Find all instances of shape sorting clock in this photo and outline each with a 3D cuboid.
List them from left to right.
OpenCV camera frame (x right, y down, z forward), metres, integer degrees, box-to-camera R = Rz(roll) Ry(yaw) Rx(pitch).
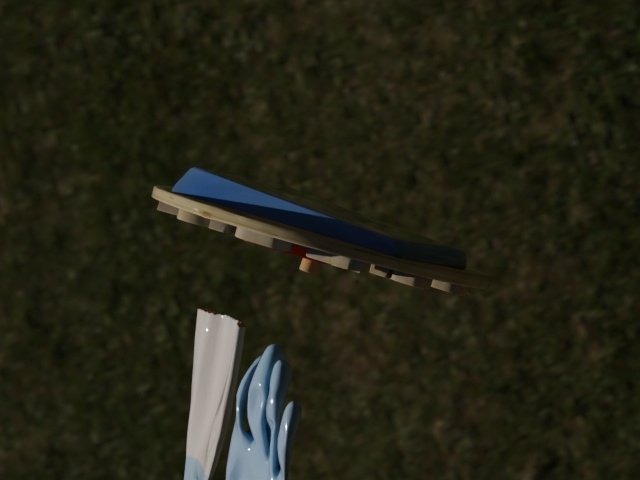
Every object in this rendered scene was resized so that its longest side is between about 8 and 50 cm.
[{"bbox_3d":[0.000,0.000,1.147,0.206,0.206,0.040,23,96,41],"label":"shape sorting clock"}]

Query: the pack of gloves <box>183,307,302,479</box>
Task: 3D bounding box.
[{"bbox_3d":[-0.067,0.163,1.113,0.195,0.046,0.232,-165,79,-71],"label":"pack of gloves"}]
